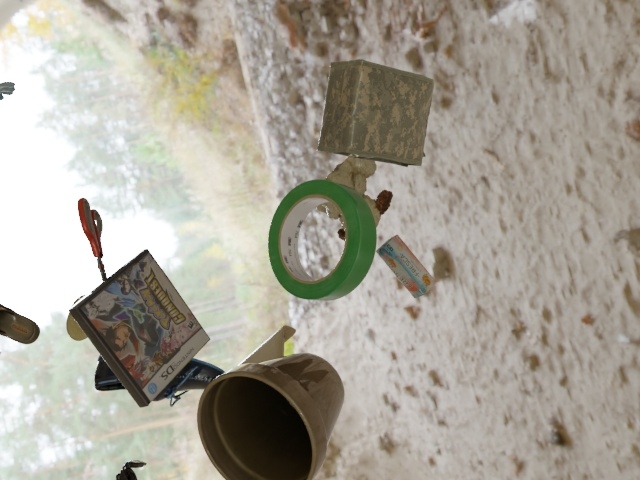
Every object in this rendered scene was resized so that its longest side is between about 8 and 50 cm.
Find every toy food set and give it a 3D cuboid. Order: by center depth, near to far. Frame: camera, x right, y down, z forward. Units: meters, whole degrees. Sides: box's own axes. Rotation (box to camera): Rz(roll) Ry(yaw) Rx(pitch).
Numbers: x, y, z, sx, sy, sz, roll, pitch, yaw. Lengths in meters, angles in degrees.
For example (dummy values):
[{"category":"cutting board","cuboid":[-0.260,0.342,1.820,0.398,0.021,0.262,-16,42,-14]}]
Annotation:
[{"category":"toy food set","cuboid":[-0.155,0.404,2.169,0.092,0.220,0.306,41,-159,-21]}]

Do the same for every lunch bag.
[{"category":"lunch bag","cuboid":[0.158,-0.319,1.922,0.169,0.287,0.235,14,97,56]}]

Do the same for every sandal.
[{"category":"sandal","cuboid":[-0.835,0.210,1.938,0.060,0.219,0.090,92,-159,-82]}]

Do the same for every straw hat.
[{"category":"straw hat","cuboid":[-0.689,0.237,2.250,0.144,0.061,0.144,-32,-53,-56]}]

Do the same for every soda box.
[{"category":"soda box","cuboid":[0.245,0.076,2.153,0.183,0.063,0.058,50,149,-3]}]

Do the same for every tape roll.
[{"category":"tape roll","cuboid":[0.000,0.000,2.015,0.077,0.321,0.321,11,-123,-50]}]

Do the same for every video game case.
[{"category":"video game case","cuboid":[-0.402,0.195,1.716,0.275,0.035,0.248,58,-139,-15]}]

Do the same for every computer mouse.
[{"category":"computer mouse","cuboid":[-0.357,0.571,1.668,0.184,0.060,0.262,52,-170,24]}]

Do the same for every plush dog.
[{"category":"plush dog","cuboid":[0.097,-0.118,2.381,0.225,0.262,0.210,46,-154,1]}]

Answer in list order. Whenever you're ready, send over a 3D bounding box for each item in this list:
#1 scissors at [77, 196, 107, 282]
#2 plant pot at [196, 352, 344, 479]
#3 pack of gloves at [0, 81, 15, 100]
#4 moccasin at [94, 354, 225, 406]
[{"category":"scissors","cuboid":[-0.521,0.042,1.752,0.109,0.021,0.297,66,-171,-70]},{"category":"plant pot","cuboid":[-0.086,0.406,1.802,0.280,0.323,0.323,-31,-68,-56]},{"category":"pack of gloves","cuboid":[-0.712,-0.263,1.433,0.046,0.195,0.232,63,-151,-2]},{"category":"moccasin","cuboid":[-0.410,0.363,1.924,0.138,0.342,0.117,73,-157,-53]}]
